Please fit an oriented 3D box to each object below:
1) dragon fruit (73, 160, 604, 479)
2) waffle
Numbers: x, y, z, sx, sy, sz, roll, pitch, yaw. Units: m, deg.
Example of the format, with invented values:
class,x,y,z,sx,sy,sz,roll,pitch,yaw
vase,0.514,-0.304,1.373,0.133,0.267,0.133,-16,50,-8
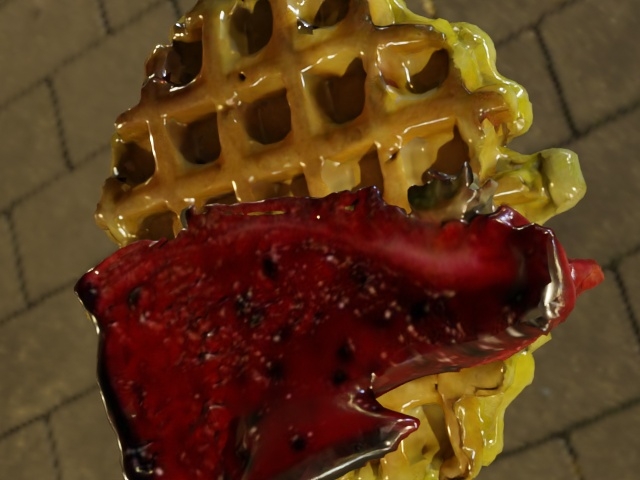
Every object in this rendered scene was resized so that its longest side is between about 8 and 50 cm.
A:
class,x,y,z,sx,sy,sz,roll,pitch,yaw
dragon fruit,-0.001,0.025,0.599,0.192,0.122,0.092,-19,110,37
waffle,0.000,0.000,0.785,0.238,0.059,0.243,32,109,24
